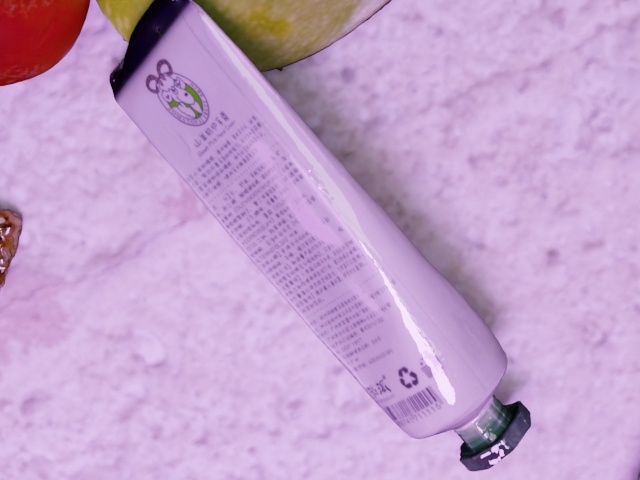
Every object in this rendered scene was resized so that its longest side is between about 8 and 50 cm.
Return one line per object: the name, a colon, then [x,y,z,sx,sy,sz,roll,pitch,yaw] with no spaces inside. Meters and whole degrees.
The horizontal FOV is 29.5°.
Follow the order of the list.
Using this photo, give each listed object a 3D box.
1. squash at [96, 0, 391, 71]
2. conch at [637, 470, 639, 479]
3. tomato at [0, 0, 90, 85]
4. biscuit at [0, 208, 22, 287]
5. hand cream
squash: [-0.009,-0.249,0.713,0.233,0.210,0.309,33,127,-2]
conch: [0.226,0.164,0.755,0.085,0.056,0.076,-5,78,-26]
tomato: [-0.222,-0.160,0.686,0.187,0.151,0.187,8,123,13]
biscuit: [-0.283,0.071,0.780,0.131,0.025,0.231,19,97,1]
hand cream: [0.000,0.000,0.727,0.336,0.121,0.076,48,51,-5]
